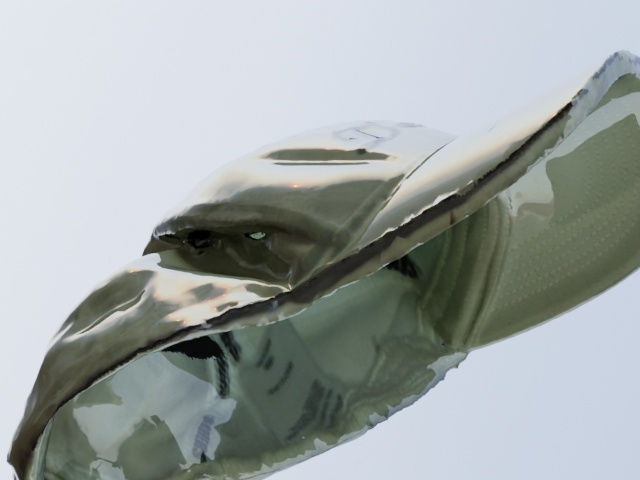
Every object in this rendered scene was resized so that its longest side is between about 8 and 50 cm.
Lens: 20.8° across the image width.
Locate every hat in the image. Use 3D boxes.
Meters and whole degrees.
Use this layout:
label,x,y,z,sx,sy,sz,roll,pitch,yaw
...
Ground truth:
label,x,y,z,sx,sy,sz,roll,pitch,yaw
hat,0.006,0.001,0.425,0.166,0.122,0.081,-34,-113,20
